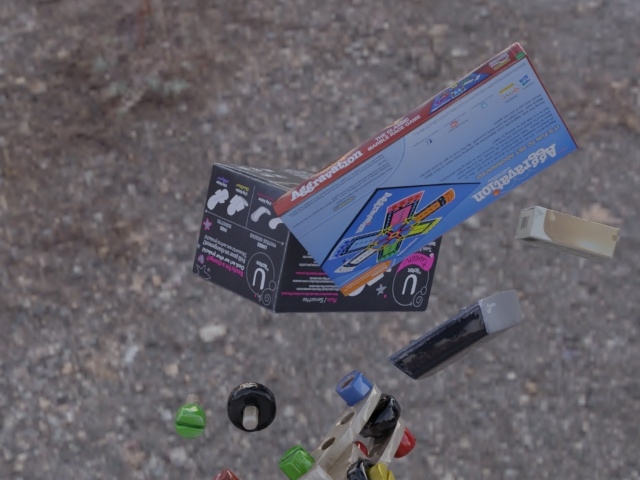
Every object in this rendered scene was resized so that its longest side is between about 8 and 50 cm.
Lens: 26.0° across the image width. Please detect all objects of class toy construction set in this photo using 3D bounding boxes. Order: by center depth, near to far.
[{"bbox_3d":[-0.002,0.326,1.555,0.257,0.308,0.237,-15,22,4],"label":"toy construction set"}]

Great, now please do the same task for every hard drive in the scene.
[{"bbox_3d":[0.201,0.134,1.968,0.172,0.255,0.054,-34,81,16],"label":"hard drive"}]

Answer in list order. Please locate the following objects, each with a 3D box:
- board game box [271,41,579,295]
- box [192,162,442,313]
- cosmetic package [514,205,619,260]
[{"bbox_3d":[0.106,-0.065,1.369,0.281,0.145,0.027,-33,42,7],"label":"board game box"},{"bbox_3d":[0.000,0.000,1.634,0.247,0.142,0.163,3,13,-43],"label":"box"},{"bbox_3d":[0.311,-0.008,1.755,0.115,0.041,0.060,15,-7,-11],"label":"cosmetic package"}]
